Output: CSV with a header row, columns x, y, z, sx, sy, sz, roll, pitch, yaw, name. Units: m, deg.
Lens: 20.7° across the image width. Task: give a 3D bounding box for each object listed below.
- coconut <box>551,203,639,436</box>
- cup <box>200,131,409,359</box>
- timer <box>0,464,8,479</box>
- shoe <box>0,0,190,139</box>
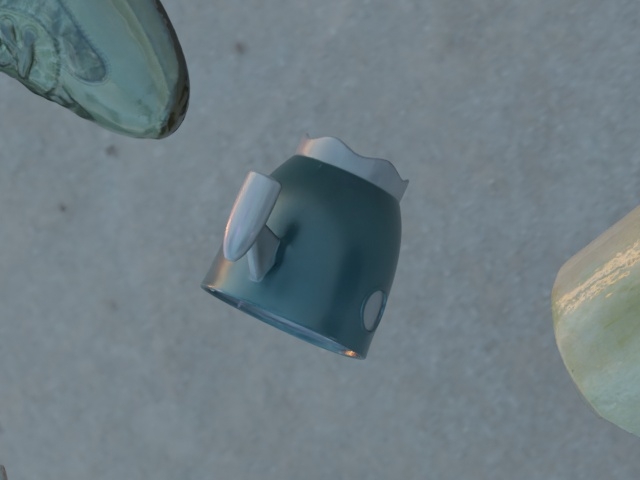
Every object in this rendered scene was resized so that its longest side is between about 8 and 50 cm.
x,y,z,sx,sy,sz,roll,pitch,yaw,name
0.283,0.068,1.366,0.202,0.202,0.222,53,136,7,coconut
0.000,0.000,1.608,0.167,0.299,0.173,22,82,28,cup
-0.337,0.130,1.256,0.315,0.290,0.291,53,136,15,timer
-0.187,-0.137,0.907,0.275,0.098,0.103,36,156,8,shoe
